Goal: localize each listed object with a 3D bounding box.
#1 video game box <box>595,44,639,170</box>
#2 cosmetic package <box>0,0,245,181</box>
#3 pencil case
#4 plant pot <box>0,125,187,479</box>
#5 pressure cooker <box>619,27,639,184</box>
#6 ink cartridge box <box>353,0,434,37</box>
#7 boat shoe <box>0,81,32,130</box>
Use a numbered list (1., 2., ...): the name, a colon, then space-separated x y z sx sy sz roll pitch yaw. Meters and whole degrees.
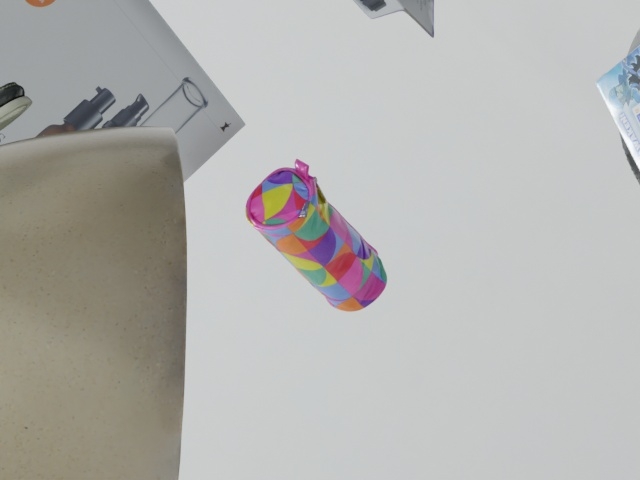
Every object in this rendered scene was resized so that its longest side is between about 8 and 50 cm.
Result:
1. video game box: 0.326 -0.088 0.956 0.048 0.187 0.205 -10 -110 -37
2. cosmetic package: -0.297 -0.171 1.426 0.097 0.284 0.377 38 171 45
3. pencil case: 0.000 0.000 1.591 0.104 0.104 0.236 44 176 42
4. plant pot: -0.183 0.076 0.653 0.190 0.284 0.284 3 -165 -13
5. pressure cooker: 0.556 -0.183 1.286 0.370 0.375 0.420 46 155 3
6. ink cartridge box: 0.043 -0.328 1.256 0.208 0.045 0.206 40 -140 -34
7. boat shoe: -0.391 -0.109 1.201 0.084 0.233 0.079 -45 -66 -73
